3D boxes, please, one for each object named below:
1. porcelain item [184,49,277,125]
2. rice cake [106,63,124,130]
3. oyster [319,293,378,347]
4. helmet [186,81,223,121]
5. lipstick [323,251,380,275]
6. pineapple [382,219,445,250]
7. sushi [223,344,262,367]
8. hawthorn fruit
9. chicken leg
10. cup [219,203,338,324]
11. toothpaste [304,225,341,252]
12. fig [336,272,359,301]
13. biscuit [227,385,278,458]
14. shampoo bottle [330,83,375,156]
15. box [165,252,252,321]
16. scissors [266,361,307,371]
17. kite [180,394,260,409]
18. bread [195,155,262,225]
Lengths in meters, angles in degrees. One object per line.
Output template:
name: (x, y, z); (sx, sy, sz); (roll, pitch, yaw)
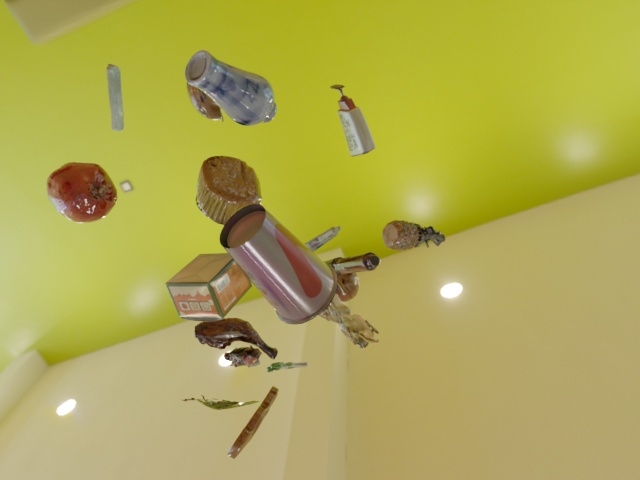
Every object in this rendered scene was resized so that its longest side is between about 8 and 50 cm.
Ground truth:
porcelain item: (-0.213, -0.377, 1.280); (0.141, 0.141, 0.259); (-9, 162, 32)
rice cake: (-0.773, -0.537, 1.918); (0.045, 0.245, 0.042); (19, -151, 25)
oyster: (0.021, 0.195, 1.513); (0.107, 0.354, 0.201); (-42, 171, 14)
helmet: (-0.432, -0.555, 1.898); (0.130, 0.224, 0.198); (-5, -161, -14)
lipstick: (0.100, 0.095, 1.959); (0.077, 0.077, 0.418); (-34, -172, -26)
pineapple: (0.439, -0.020, 2.334); (0.310, 0.141, 0.170); (3, 162, -33)
sushi: (-0.340, 0.523, 2.279); (0.226, 0.103, 0.097); (-7, -161, 34)
hawthorn fruit: (-0.746, -0.154, 1.611); (0.253, 0.205, 0.205); (3, -147, 49)
chicken leg: (-0.369, 0.439, 2.309); (0.407, 0.158, 0.096); (18, -176, -17)
cup: (-0.107, 0.051, 1.262); (0.203, 0.288, 0.203); (-22, -138, 22)
toothpaste: (0.000, 0.000, 2.037); (0.233, 0.060, 0.038); (-34, -155, 37)
fig: (0.092, 0.188, 2.343); (0.175, 0.175, 0.207); (-20, 161, 9)
biscuit: (-0.226, 0.628, 1.743); (0.044, 0.186, 0.295); (30, -149, 7)
shampoo bottle: (0.117, -0.466, 1.950); (0.071, 0.284, 0.153); (-25, -166, -17)
box: (-0.356, 0.148, 1.652); (0.177, 0.148, 0.195); (-4, -153, 26)
scissors: (-0.151, 0.594, 2.411); (0.204, 0.027, 0.101); (2, 152, -30)
kite: (-0.282, 0.437, 1.373); (0.245, 0.015, 0.141); (-9, 166, 43)
bread: (-0.318, -0.180, 1.785); (0.227, 0.142, 0.253); (12, -135, -21)
